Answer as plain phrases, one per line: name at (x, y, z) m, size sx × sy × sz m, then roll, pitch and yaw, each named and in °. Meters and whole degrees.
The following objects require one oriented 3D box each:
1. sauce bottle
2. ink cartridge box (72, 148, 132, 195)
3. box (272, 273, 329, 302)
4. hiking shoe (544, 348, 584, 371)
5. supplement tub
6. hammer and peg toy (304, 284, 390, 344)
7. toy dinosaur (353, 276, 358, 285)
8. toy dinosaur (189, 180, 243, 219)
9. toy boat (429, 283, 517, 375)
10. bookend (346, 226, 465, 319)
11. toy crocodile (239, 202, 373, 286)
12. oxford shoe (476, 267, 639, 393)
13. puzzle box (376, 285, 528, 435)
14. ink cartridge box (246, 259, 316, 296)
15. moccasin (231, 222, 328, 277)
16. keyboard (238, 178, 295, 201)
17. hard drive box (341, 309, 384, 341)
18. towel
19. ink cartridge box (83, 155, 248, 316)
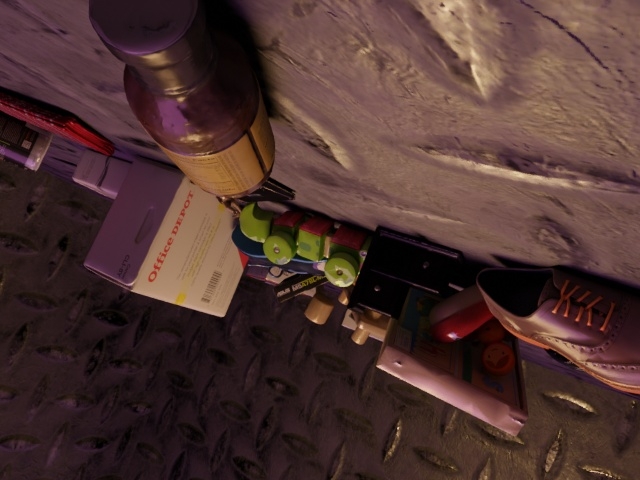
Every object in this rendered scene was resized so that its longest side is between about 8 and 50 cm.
sauce bottle at (-0.105, -0.124, 0.541) m, size 0.111 × 0.111 × 0.344 m, roll 21°, pitch 171°, yaw 3°
ink cartridge box at (-0.500, -0.146, 1.574) m, size 0.218 × 0.092 × 0.158 m, roll 16°, pitch 171°, yaw 24°
box at (-0.016, 0.088, 1.508) m, size 0.184 × 0.045 × 0.190 m, roll -22°, pitch -179°, yaw 6°
hiking shoe at (0.508, 0.187, 1.015) m, size 0.132 × 0.113 × 0.304 m, roll 26°, pitch 171°, yaw -30°
supplement tub at (-0.730, -0.247, 1.402) m, size 0.190 × 0.117 × 0.117 m, roll 26°, pitch 172°, yaw -28°
hammer and peg toy at (0.136, 0.165, 1.582) m, size 0.361 × 0.127 × 0.266 m, roll 23°, pitch -160°, yaw -18°
toy dinosaur at (0.104, 0.103, 1.449) m, size 0.211 × 0.064 × 0.112 m, roll 24°, pitch 138°, yaw 27°
toy dinosaur at (-0.202, -0.092, 1.339) m, size 0.092 × 0.053 × 0.183 m, roll 36°, pitch 177°, yaw 43°
toy boat at (0.306, 0.170, 1.098) m, size 0.231 × 0.151 × 0.151 m, roll 12°, pitch 144°, yaw -37°
bookend at (0.150, 0.076, 1.066) m, size 0.156 × 0.157 × 0.072 m, roll 19°, pitch 173°, yaw 24°
toy crocodile at (0.000, 0.000, 1.201) m, size 0.340 × 0.105 × 0.115 m, roll 18°, pitch -147°, yaw 17°
oxford shoe at (0.373, 0.115, 0.850) m, size 0.132 × 0.130 × 0.363 m, roll 34°, pitch 167°, yaw -35°
puzzle box at (0.272, 0.198, 1.224) m, size 0.272 × 0.052 × 0.409 m, roll 26°, pitch -158°, yaw 4°
ink cartridge box at (-0.096, 0.122, 2.228) m, size 0.271 × 0.130 × 0.309 m, roll 23°, pitch 173°, yaw -17°
moccasin at (-0.074, 0.034, 1.406) m, size 0.342 × 0.138 × 0.117 m, roll 20°, pitch 157°, yaw 43°
keyboard at (-0.133, -0.096, 1.104) m, size 0.108 × 0.023 × 0.180 m, roll 19°, pitch 170°, yaw -35°
hard drive box at (0.214, 0.243, 2.021) m, size 0.232 × 0.181 × 0.089 m, roll 19°, pitch 171°, yaw 16°
towel at (-0.581, -0.255, 1.257) m, size 0.274 × 0.031 × 0.199 m, roll 22°, pitch 175°, yaw 9°
ink cartridge box at (-0.333, 0.004, 1.461) m, size 0.160 × 0.279 × 0.384 m, roll 20°, pitch 172°, yaw 25°
